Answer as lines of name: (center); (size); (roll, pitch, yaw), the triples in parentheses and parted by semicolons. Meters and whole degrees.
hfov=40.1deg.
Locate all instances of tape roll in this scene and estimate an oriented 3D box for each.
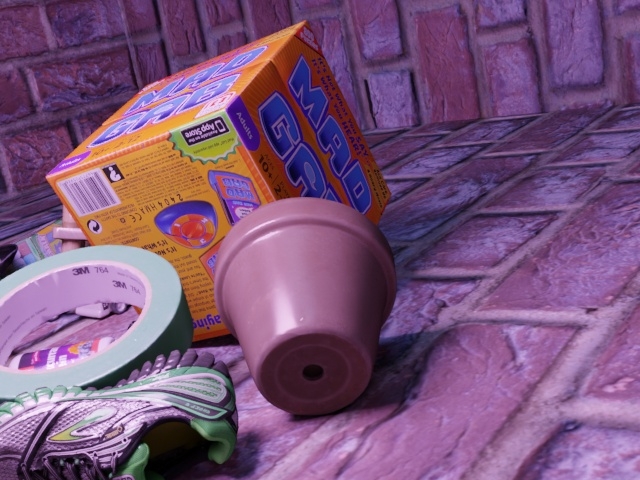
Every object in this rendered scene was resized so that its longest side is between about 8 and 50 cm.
tape roll: (-0.340, 0.128, 1.203); (0.321, 0.077, 0.321); (-7, 34, 5)

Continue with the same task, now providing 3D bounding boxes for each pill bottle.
pill bottle: (-0.384, 0.209, 1.262); (0.193, 0.108, 0.108); (-12, 15, -1)

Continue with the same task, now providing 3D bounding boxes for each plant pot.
plant pot: (-0.015, 0.108, 1.181); (0.263, 0.263, 0.229); (-11, 33, 2)

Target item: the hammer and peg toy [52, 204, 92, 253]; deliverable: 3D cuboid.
hammer and peg toy: (-0.413, -0.009, 1.842); (0.266, 0.127, 0.361); (3, -1, -11)

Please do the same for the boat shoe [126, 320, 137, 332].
boat shoe: (-0.314, 0.161, 1.524); (0.049, 0.040, 0.142); (-16, 15, -16)

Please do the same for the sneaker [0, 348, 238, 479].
sneaker: (-0.260, 0.240, 1.013); (0.343, 0.134, 0.146); (-21, 32, -6)

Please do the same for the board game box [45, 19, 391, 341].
board game box: (-0.147, -0.091, 1.467); (0.356, 0.356, 0.356); (-15, 26, 28)

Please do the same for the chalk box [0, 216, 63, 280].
chalk box: (-0.635, 0.056, 1.935); (0.132, 0.132, 0.213); (-22, 12, 17)

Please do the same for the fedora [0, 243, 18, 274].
fedora: (-0.765, 0.046, 1.725); (0.334, 0.152, 0.334); (-25, 20, 10)

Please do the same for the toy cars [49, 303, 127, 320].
toy cars: (-0.509, 0.111, 1.766); (0.393, 0.087, 0.176); (-13, 15, -9)
